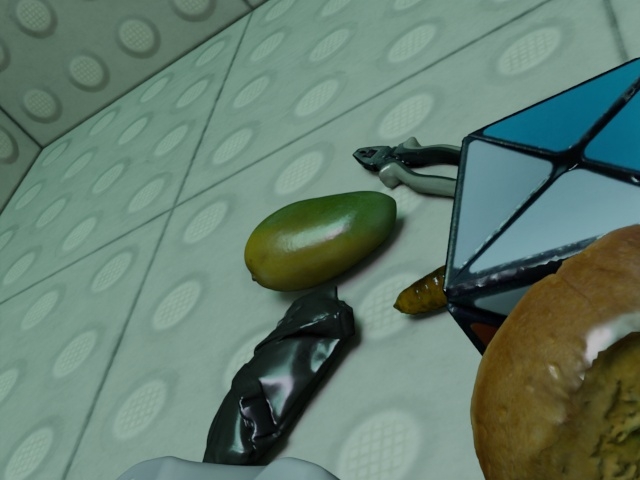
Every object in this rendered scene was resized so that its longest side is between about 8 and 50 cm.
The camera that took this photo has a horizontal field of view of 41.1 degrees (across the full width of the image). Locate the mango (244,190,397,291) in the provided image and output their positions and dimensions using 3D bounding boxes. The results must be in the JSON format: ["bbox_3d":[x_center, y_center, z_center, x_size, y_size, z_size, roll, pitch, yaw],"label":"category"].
[{"bbox_3d":[0.000,0.000,1.298,0.251,0.114,0.156,-13,27,22],"label":"mango"}]

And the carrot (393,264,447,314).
[{"bbox_3d":[0.220,0.025,1.042,0.314,0.066,0.066,-30,30,27],"label":"carrot"}]

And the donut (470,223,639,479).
[{"bbox_3d":[0.264,0.125,0.564,0.317,0.299,0.150,-35,10,4],"label":"donut"}]

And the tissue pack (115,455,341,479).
[{"bbox_3d":[-0.076,0.343,0.790,0.333,0.236,0.229,-12,31,42],"label":"tissue pack"}]

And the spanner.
[{"bbox_3d":[0.146,-0.118,1.347,0.095,0.040,0.325,-48,30,-14],"label":"spanner"}]

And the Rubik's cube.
[{"bbox_3d":[0.277,0.013,0.786,0.248,0.250,0.246,-21,34,30],"label":"Rubik's cube"}]

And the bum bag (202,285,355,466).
[{"bbox_3d":[-0.059,0.182,1.139,0.142,0.080,0.326,-1,48,55],"label":"bum bag"}]
